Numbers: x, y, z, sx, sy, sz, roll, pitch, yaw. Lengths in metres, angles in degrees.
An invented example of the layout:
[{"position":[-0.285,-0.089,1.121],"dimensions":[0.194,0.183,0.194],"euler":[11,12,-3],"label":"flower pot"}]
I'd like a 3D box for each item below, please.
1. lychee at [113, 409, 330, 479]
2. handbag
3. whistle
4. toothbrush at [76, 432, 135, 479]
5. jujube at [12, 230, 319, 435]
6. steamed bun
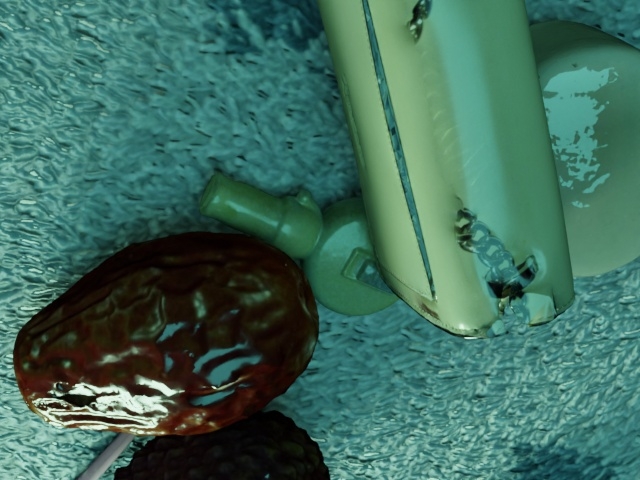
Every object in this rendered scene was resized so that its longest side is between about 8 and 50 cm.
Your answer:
[{"position":[-0.108,0.298,1.158],"dimensions":[0.271,0.271,0.271],"euler":[-6,115,-12],"label":"lychee"},{"position":[0.110,-0.118,0.980],"dimensions":[0.160,0.237,0.358],"euler":[-15,105,-4],"label":"handbag"},{"position":[0.000,0.000,1.137],"dimensions":[0.258,0.067,0.126],"euler":[24,105,-20],"label":"whistle"},{"position":[-0.210,0.215,1.206],"dimensions":[0.286,0.020,0.025],"euler":[-47,123,9],"label":"toothbrush"},{"position":[-0.146,0.096,1.074],"dimensions":[0.290,0.197,0.197],"euler":[-14,118,9],"label":"jujube"},{"position":[0.267,-0.094,1.115],"dimensions":[0.164,0.146,0.242],"euler":[-14,116,-7],"label":"steamed bun"}]
